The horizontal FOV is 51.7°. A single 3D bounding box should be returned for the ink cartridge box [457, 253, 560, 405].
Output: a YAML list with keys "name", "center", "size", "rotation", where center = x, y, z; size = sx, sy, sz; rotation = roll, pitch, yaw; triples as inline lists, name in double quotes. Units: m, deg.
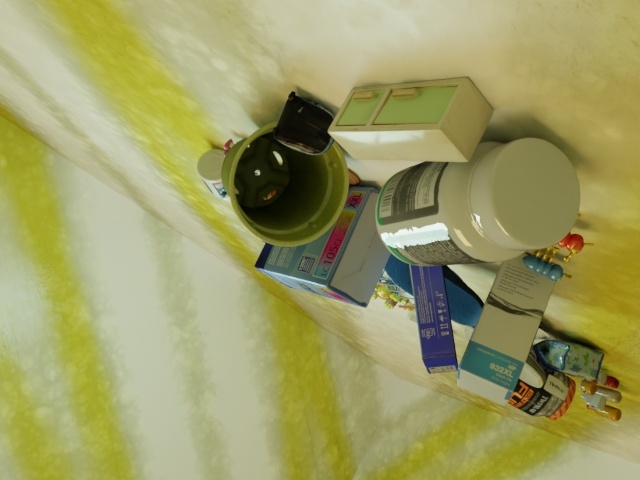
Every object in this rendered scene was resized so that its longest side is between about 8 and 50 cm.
- name: "ink cartridge box"
  center: [0.433, 0.204, 1.533]
  size: [0.129, 0.307, 0.223]
  rotation: [21, 164, 19]

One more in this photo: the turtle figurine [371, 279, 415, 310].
- name: "turtle figurine"
  center: [0.212, 0.178, 2.313]
  size: [0.269, 0.087, 0.217]
  rotation: [18, 172, 7]

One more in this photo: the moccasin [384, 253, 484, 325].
- name: "moccasin"
  center: [0.291, 0.112, 1.754]
  size: [0.342, 0.138, 0.117]
  rotation: [46, -161, 23]

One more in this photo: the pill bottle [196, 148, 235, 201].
- name: "pill bottle"
  center: [-0.292, -0.187, 1.969]
  size: [0.108, 0.108, 0.180]
  rotation: [25, 165, 15]

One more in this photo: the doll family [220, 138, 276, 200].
- name: "doll family"
  center: [-0.171, -0.176, 1.807]
  size: [0.163, 0.118, 0.263]
  rotation: [32, 143, 15]

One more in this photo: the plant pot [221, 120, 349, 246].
- name: "plant pot"
  center: [-0.113, -0.144, 1.533]
  size: [0.276, 0.276, 0.254]
  rotation: [36, 175, -26]

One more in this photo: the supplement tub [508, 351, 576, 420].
- name: "supplement tub"
  center: [0.661, 0.451, 2.183]
  size: [0.316, 0.193, 0.193]
  rotation: [28, 166, 3]

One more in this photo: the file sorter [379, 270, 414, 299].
- name: "file sorter"
  center: [0.222, 0.087, 1.940]
  size: [0.170, 0.104, 0.118]
  rotation: [37, 163, -27]

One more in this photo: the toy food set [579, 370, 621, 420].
- name: "toy food set"
  center: [0.841, 0.461, 2.035]
  size: [0.232, 0.111, 0.104]
  rotation: [36, 164, -35]

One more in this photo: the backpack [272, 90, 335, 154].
- name: "backpack"
  center: [-0.023, -0.227, 1.333]
  size: [0.114, 0.105, 0.084]
  rotation: [26, -172, 9]

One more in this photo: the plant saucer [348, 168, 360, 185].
- name: "plant saucer"
  center: [0.057, -0.156, 1.599]
  size: [0.083, 0.013, 0.083]
  rotation: [27, 166, 7]

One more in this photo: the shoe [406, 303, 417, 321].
- name: "shoe"
  center: [0.405, 0.315, 2.471]
  size: [0.219, 0.058, 0.076]
  rotation: [36, 164, -26]

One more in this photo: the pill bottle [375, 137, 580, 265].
- name: "pill bottle"
  center: [0.260, -0.059, 1.159]
  size: [0.204, 0.204, 0.361]
  rotation: [33, 166, -16]

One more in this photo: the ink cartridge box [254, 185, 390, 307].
- name: "ink cartridge box"
  center: [0.000, 0.000, 1.708]
  size: [0.151, 0.270, 0.395]
  rotation: [32, 166, -33]

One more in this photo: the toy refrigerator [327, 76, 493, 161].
- name: "toy refrigerator"
  center: [0.140, -0.201, 1.106]
  size: [0.094, 0.102, 0.269]
  rotation: [39, 163, -35]

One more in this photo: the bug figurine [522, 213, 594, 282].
- name: "bug figurine"
  center: [0.422, 0.005, 1.339]
  size: [0.216, 0.072, 0.279]
  rotation: [25, 166, 17]

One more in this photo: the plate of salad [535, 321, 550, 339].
- name: "plate of salad"
  center: [0.566, 0.236, 1.906]
  size: [0.200, 0.048, 0.200]
  rotation: [23, 168, 5]

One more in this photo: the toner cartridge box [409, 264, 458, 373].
- name: "toner cartridge box"
  center: [0.255, 0.119, 1.530]
  size: [0.075, 0.348, 0.165]
  rotation: [-9, 155, 10]

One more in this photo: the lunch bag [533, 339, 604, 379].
- name: "lunch bag"
  center: [0.698, 0.332, 1.877]
  size: [0.129, 0.096, 0.151]
  rotation: [17, -179, -17]

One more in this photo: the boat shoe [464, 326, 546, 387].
- name: "boat shoe"
  center: [0.562, 0.315, 1.965]
  size: [0.335, 0.095, 0.112]
  rotation: [34, 154, 58]
